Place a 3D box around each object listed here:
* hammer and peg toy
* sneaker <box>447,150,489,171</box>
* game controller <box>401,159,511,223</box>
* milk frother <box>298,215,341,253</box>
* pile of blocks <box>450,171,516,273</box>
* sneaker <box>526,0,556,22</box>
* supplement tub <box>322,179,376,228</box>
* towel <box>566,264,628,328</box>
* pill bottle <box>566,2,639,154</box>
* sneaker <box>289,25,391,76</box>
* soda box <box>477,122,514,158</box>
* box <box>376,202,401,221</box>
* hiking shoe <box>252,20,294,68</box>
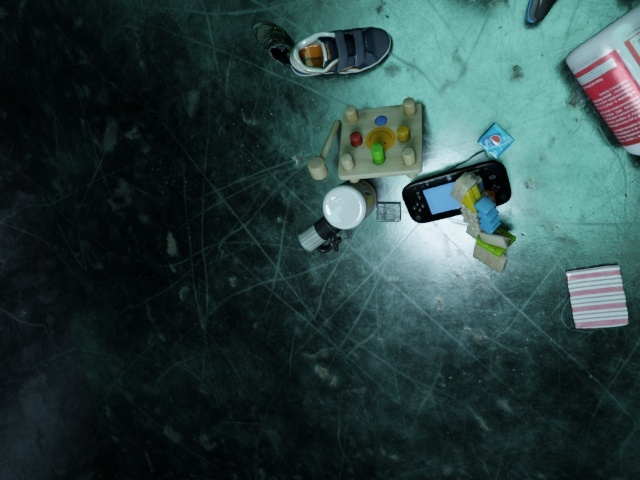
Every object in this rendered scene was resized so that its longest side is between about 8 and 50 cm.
[{"bbox_3d":[0.134,-0.312,1.324,0.362,0.127,0.265,-1,66,18],"label":"hammer and peg toy"},{"bbox_3d":[0.457,-0.220,1.331,0.152,0.053,0.061,-29,99,26],"label":"sneaker"},{"bbox_3d":[0.424,-0.149,1.336,0.320,0.067,0.166,-14,134,24],"label":"game controller"},{"bbox_3d":[0.000,0.000,1.527,0.135,0.143,0.129,-36,98,24],"label":"milk frother"},{"bbox_3d":[0.511,-0.065,1.264,0.149,0.113,0.362,26,154,54],"label":"pile of blocks"},{"bbox_3d":[0.655,-0.713,1.064,0.140,0.125,0.340,32,115,9],"label":"sneaker"},{"bbox_3d":[0.104,-0.128,1.416,0.145,0.200,0.144,6,108,19],"label":"supplement tub"},{"bbox_3d":[0.853,0.176,1.309,0.144,0.029,0.196,-11,99,24],"label":"towel"},{"bbox_3d":[0.824,-0.363,1.044,0.229,0.229,0.407,-34,92,26],"label":"pill bottle"},{"bbox_3d":[0.064,-0.575,1.292,0.322,0.127,0.126,-14,101,3],"label":"sneaker"},{"bbox_3d":[0.498,-0.287,1.205,0.071,0.210,0.067,43,116,6],"label":"soda box"},{"bbox_3d":[0.236,-0.098,1.473,0.084,0.018,0.067,1,106,21],"label":"box"},{"bbox_3d":[-0.148,-0.655,1.405,0.227,0.114,0.086,41,115,6],"label":"hiking shoe"}]
